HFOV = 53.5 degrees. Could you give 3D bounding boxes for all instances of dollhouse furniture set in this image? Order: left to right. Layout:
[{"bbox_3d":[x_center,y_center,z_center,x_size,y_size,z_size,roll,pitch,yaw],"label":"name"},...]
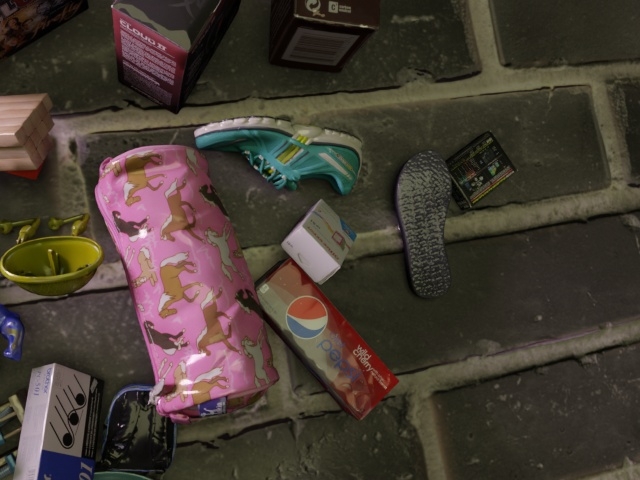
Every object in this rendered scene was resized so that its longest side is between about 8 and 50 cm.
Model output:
[{"bbox_3d":[-0.428,0.289,0.811,0.129,0.184,0.128,-27,92,-17],"label":"dollhouse furniture set"}]

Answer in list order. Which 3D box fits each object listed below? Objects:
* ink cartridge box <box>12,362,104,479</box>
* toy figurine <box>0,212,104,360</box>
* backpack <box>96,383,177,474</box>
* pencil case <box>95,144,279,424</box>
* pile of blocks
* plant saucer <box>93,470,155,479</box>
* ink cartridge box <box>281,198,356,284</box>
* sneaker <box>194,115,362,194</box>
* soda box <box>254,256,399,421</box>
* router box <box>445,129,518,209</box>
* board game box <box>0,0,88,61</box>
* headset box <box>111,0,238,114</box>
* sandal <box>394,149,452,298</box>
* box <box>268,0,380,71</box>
[{"bbox_3d":[-0.346,0.277,0.842,0.046,0.097,0.207,-16,59,21],"label":"ink cartridge box"},{"bbox_3d":[-0.480,0.105,0.870,0.363,0.191,0.217,-7,115,-19],"label":"toy figurine"},{"bbox_3d":[-0.258,0.265,0.913,0.105,0.084,0.114,9,85,-14],"label":"backpack"},{"bbox_3d":[-0.191,0.056,0.894,0.160,0.167,0.386,-24,78,24],"label":"pencil case"},{"bbox_3d":[-0.537,-0.097,0.881,0.362,0.149,0.112,-18,132,-8],"label":"pile of blocks"},{"bbox_3d":[-0.307,0.485,0.874,0.318,0.044,0.317,6,71,-19],"label":"plant saucer"},{"bbox_3d":[0.000,0.000,0.997,0.088,0.122,0.052,46,119,-7],"label":"ink cartridge box"},{"bbox_3d":[-0.063,-0.135,1.010,0.275,0.107,0.109,8,91,-15],"label":"sneaker"},{"bbox_3d":[-0.001,0.153,1.000,0.092,0.083,0.263,-42,96,-15],"label":"soda box"},{"bbox_3d":[0.278,-0.125,1.134,0.122,0.038,0.092,-36,94,-16],"label":"router box"},{"bbox_3d":[-0.443,-0.315,0.886,0.243,0.165,0.042,-40,95,-16],"label":"board game box"},{"bbox_3d":[-0.188,-0.333,0.893,0.110,0.293,0.218,29,78,-11],"label":"headset box"},{"bbox_3d":[0.172,-0.028,1.093,0.097,0.054,0.254,-1,94,-9],"label":"sandal"},{"bbox_3d":[0.005,-0.488,1.021,0.143,0.191,0.381,2,84,-16],"label":"box"}]
